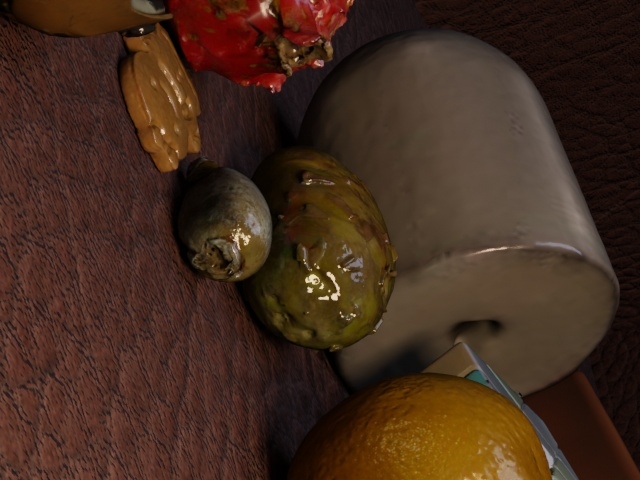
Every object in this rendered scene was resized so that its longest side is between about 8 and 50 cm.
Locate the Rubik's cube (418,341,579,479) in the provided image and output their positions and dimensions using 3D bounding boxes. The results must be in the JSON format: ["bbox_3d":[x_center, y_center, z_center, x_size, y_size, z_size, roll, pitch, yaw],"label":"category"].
[{"bbox_3d":[0.139,0.258,1.709,0.265,0.213,0.224,44,11,-38],"label":"Rubik's cube"}]

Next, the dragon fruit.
[{"bbox_3d":[-0.063,-0.245,1.655,0.205,0.210,0.268,4,38,-38],"label":"dragon fruit"}]

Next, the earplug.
[{"bbox_3d":[0.136,-0.045,1.911,0.312,0.312,0.394,53,19,-50],"label":"earplug"}]

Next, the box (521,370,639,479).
[{"bbox_3d":[0.279,0.343,1.953,0.239,0.229,0.339,58,6,-32],"label":"box"}]

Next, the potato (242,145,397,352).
[{"bbox_3d":[0.000,0.000,1.660,0.298,0.141,0.176,-87,156,-61],"label":"potato"}]

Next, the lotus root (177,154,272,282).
[{"bbox_3d":[-0.083,-0.020,1.496,0.088,0.088,0.165,61,5,-30],"label":"lotus root"}]

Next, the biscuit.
[{"bbox_3d":[-0.144,-0.136,1.544,0.184,0.027,0.133,-54,123,-75],"label":"biscuit"}]

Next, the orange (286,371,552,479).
[{"bbox_3d":[0.085,0.222,1.459,0.236,0.236,0.236,-21,90,-77],"label":"orange"}]

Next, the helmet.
[{"bbox_3d":[-0.198,-0.233,1.240,0.224,0.130,0.198,-56,128,-87],"label":"helmet"}]
